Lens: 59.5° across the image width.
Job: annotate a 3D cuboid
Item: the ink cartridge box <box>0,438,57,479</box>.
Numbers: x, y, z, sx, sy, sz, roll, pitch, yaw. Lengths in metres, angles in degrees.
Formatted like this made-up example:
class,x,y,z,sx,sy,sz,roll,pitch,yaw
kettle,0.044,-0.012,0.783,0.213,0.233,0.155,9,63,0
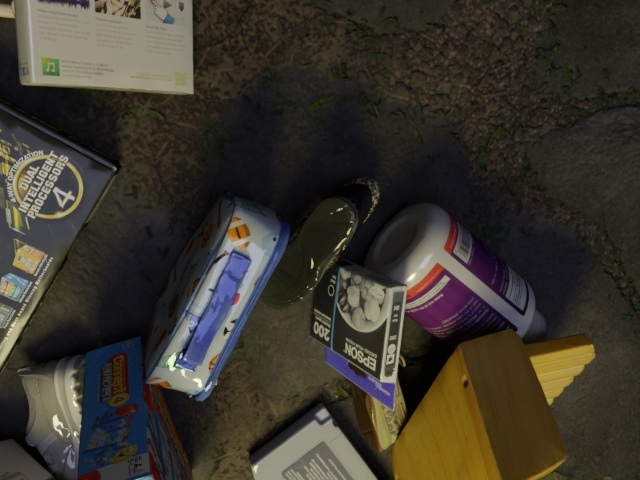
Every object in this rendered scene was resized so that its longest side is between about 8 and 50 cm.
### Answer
class,x,y,z,sx,sy,sz,roll,pitch,yaw
ink cartridge box,-0.435,0.458,0.798,0.283,0.117,0.207,26,102,25

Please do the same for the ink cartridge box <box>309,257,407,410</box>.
class,x,y,z,sx,sy,sz,roll,pitch,yaw
ink cartridge box,0.054,0.146,0.924,0.045,0.206,0.208,-4,103,-32

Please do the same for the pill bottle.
class,x,y,z,sx,sy,sz,roll,pitch,yaw
pill bottle,0.244,0.089,0.983,0.323,0.181,0.181,37,89,-20

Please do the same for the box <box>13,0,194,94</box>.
class,x,y,z,sx,sy,sz,roll,pitch,yaw
box,-0.282,-0.364,0.745,0.232,0.059,0.321,-9,107,-44

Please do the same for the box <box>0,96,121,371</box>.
class,x,y,z,sx,sy,sz,roll,pitch,yaw
box,-0.519,-0.017,0.777,0.318,0.097,0.394,31,92,-17

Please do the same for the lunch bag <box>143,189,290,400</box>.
class,x,y,z,sx,sy,sz,roll,pitch,yaw
lunch bag,-0.158,0.078,0.827,0.115,0.243,0.303,25,93,-20

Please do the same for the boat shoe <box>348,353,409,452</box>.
class,x,y,z,sx,sy,sz,roll,pitch,yaw
boat shoe,0.106,0.253,1.027,0.089,0.105,0.285,-20,118,-21

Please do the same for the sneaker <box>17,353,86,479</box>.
class,x,y,z,sx,sy,sz,roll,pitch,yaw
sneaker,-0.407,0.312,0.896,0.116,0.105,0.281,-1,101,7

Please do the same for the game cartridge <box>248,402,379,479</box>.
class,x,y,z,sx,sy,sz,roll,pitch,yaw
game cartridge,0.002,0.469,1.061,0.196,0.060,0.294,-36,109,-10

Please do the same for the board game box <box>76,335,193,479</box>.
class,x,y,z,sx,sy,sz,roll,pitch,yaw
board game box,-0.246,0.348,0.802,0.086,0.302,0.308,-17,117,-13

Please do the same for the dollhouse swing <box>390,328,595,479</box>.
class,x,y,z,sx,sy,sz,roll,pitch,yaw
dollhouse swing,0.319,0.349,0.919,0.305,0.315,0.346,7,132,-12

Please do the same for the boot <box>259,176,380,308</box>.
class,x,y,z,sx,sy,sz,roll,pitch,yaw
boot,0.002,0.001,0.913,0.085,0.178,0.236,42,120,2

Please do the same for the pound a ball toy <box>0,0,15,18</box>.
class,x,y,z,sx,sy,sz,roll,pitch,yaw
pound a ball toy,-0.505,-0.386,0.682,0.320,0.136,0.208,2,101,-16
